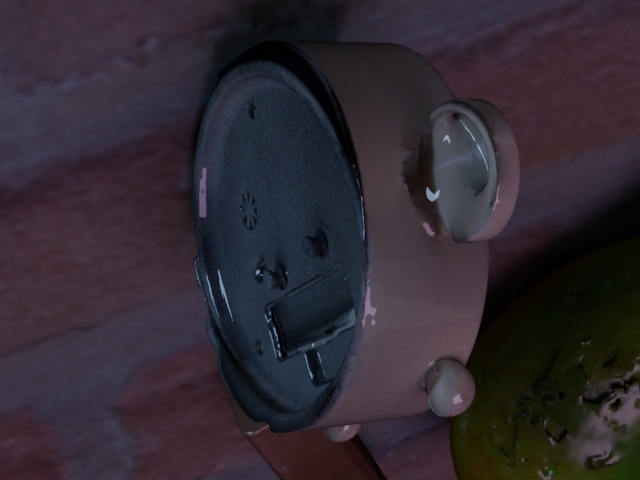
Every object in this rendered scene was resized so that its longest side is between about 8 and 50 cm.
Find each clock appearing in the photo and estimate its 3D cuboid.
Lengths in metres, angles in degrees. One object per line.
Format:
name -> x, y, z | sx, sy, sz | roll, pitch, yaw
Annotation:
clock -> 0.000, 0.000, 0.536 | 0.063, 0.155, 0.229 | -3, 169, -25

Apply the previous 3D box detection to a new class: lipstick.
lipstick -> -0.003, 0.112, 0.737 | 0.045, 0.045, 0.145 | -27, 141, 3

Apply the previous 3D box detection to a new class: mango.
mango -> 0.154, 0.066, 0.727 | 0.125, 0.111, 0.233 | 8, 130, -43
